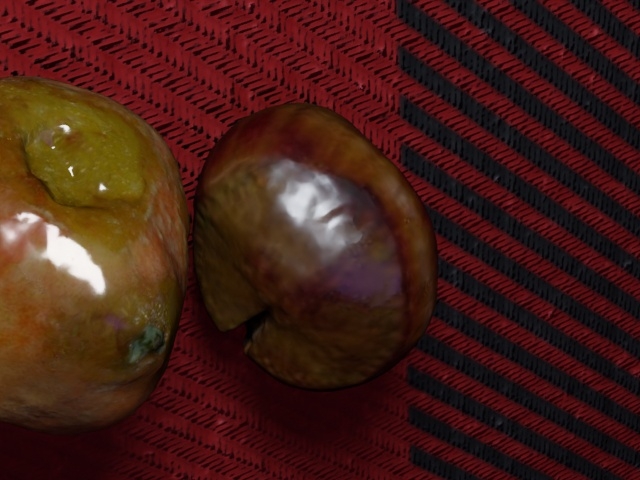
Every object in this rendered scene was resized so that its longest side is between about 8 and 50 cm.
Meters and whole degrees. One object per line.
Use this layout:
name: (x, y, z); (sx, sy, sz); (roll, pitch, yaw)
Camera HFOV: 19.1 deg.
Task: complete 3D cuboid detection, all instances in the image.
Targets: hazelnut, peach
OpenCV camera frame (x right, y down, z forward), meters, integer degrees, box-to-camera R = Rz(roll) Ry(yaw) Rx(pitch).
hazelnut: (0.000, 0.000, 1.332); (0.178, 0.178, 0.204); (-36, 101, -14)
peach: (-0.170, 0.012, 1.160); (0.214, 0.235, 0.214); (-27, 138, -28)
